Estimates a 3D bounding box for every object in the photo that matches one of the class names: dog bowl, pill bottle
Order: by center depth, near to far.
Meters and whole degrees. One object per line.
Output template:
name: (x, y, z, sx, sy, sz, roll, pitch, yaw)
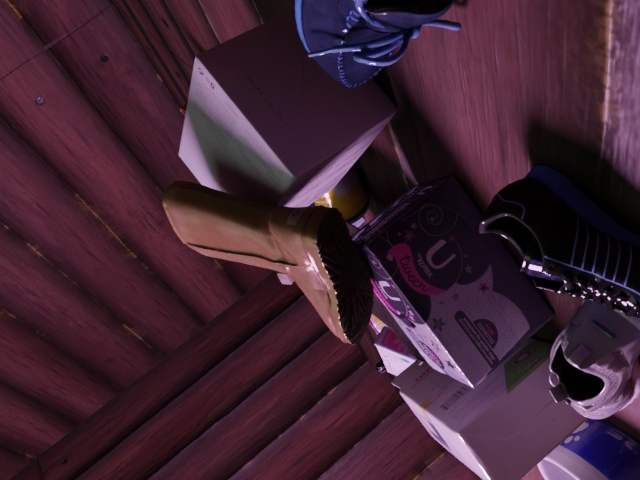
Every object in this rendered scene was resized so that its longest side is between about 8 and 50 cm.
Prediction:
dog bowl: (0.476, 0.411, 0.859, 0.265, 0.104, 0.265, 50, 171, 11)
pill bottle: (0.017, -0.122, 1.059, 0.103, 0.103, 0.184, 39, 164, 54)

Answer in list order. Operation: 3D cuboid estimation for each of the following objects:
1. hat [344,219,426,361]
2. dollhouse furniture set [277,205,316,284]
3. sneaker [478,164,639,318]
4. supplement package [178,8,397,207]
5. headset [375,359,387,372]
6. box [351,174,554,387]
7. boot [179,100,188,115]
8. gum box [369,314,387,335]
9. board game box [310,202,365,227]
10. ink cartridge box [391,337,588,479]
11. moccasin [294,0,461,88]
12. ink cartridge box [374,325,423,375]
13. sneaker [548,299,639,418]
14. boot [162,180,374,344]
hat: (0.146, 0.056, 1.028, 0.331, 0.134, 0.331, 49, 165, 17)
dollhouse furniture set: (-0.026, -0.061, 1.287, 0.355, 0.174, 0.303, 0, 125, 40)
sneaker: (0.254, 0.027, 0.517, 0.232, 0.090, 0.081, 46, 169, 32)
supplement package: (-0.064, -0.158, 0.823, 0.199, 0.198, 0.263, 51, 153, 4)
headset: (0.098, 0.199, 1.622, 0.394, 0.185, 0.243, 43, 171, -3)
box: (0.174, 0.057, 0.789, 0.247, 0.163, 0.142, 53, 170, -5)
boot: (-0.314, -0.391, 1.480, 0.197, 0.152, 0.073, 46, 170, 30)
gum box: (0.193, 0.209, 1.446, 0.188, 0.107, 0.062, 53, 171, -7)
board game box: (-0.065, -0.179, 1.308, 0.319, 0.066, 0.318, 53, 171, -28)
ink cartridge box: (0.273, 0.263, 0.956, 0.119, 0.207, 0.353, 54, 172, -3)
moccasin: (0.053, -0.214, 0.446, 0.117, 0.137, 0.342, 46, 171, 10)
ink cartridge box: (0.287, 0.306, 1.267, 0.311, 0.065, 0.186, 20, 156, 27)
sneaker: (0.306, 0.149, 0.650, 0.105, 0.115, 0.281, 44, 168, 39)
boot: (-0.070, 0.024, 0.776, 0.269, 0.089, 0.236, 10, 133, 34)
